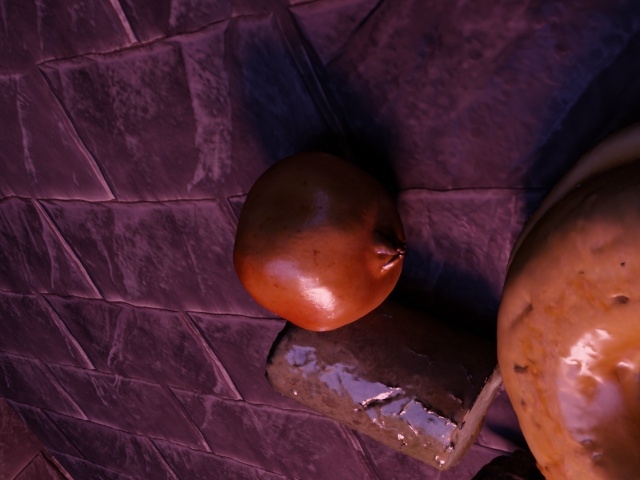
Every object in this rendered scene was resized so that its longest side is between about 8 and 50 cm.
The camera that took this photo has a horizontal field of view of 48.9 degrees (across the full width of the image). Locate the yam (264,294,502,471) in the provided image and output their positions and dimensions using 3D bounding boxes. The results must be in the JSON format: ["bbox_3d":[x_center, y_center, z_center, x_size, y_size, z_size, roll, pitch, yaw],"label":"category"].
[{"bbox_3d":[0.085,0.169,0.941,0.300,0.195,0.195,22,139,18],"label":"yam"}]

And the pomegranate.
[{"bbox_3d":[-0.005,0.001,0.828,0.209,0.209,0.209,21,139,20],"label":"pomegranate"}]

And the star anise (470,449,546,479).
[{"bbox_3d":[0.337,0.356,0.997,0.236,0.108,0.223,20,149,-4],"label":"star anise"}]

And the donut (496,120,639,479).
[{"bbox_3d":[0.329,0.107,0.599,0.449,0.198,0.448,41,142,42],"label":"donut"}]
